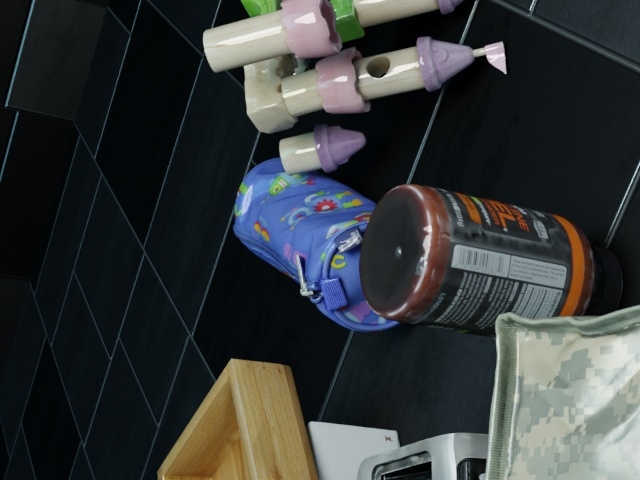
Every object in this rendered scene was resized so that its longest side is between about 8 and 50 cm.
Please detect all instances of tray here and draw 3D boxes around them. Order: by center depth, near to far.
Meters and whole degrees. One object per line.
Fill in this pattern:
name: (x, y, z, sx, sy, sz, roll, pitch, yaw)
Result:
tray: (-0.055, 0.335, 1.073, 0.203, 0.076, 0.411, -56, 37, 37)

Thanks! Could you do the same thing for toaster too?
toaster: (0.111, 0.251, 0.967, 0.185, 0.110, 0.168, -32, 52, 56)

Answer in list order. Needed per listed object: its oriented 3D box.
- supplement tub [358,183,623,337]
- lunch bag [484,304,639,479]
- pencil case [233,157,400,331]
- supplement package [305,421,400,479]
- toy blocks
supplement tub: (0.136, 0.023, 0.905, 0.106, 0.198, 0.106, -30, 55, 55)
lunch bag: (0.215, 0.194, 0.643, 0.169, 0.235, 0.287, -14, 67, 55)
pencil case: (0.000, 0.000, 1.260, 0.306, 0.133, 0.119, -143, 41, -62)
supplement package: (0.000, 0.272, 1.181, 0.179, 0.105, 0.105, -51, 37, 42)
toy blocks: (0.049, -0.247, 1.221, 0.260, 0.309, 0.289, -13, 60, 13)
